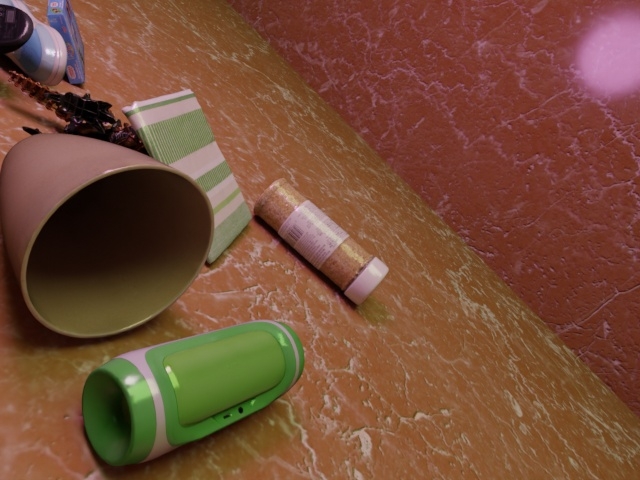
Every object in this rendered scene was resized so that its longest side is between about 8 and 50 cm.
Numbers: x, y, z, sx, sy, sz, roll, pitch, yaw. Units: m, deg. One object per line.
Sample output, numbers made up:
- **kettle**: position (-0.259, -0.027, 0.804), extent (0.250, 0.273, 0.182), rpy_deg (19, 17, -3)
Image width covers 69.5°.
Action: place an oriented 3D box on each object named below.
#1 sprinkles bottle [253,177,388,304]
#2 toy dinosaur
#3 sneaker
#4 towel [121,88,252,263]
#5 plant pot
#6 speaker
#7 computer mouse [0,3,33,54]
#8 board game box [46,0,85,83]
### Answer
- **sprinkles bottle**: position (0.000, 0.000, 1.142), extent (0.355, 0.121, 0.121), rpy_deg (41, 25, 5)
- **toy dinosaur**: position (-0.454, -0.209, 0.909), extent (0.321, 0.164, 0.218), rpy_deg (14, 15, -9)
- **sneaker**: position (-0.683, -0.433, 0.947), extent (0.319, 0.127, 0.208), rpy_deg (39, 22, 23)
- **towel**: position (-0.258, -0.143, 0.961), extent (0.248, 0.038, 0.325), rpy_deg (-64, 133, -64)
- **plant pot**: position (-0.339, -0.047, 0.665), extent (0.274, 0.257, 0.256), rpy_deg (35, 21, 30)
- **speaker**: position (-0.151, 0.189, 0.628), extent (0.131, 0.131, 0.296), rpy_deg (50, 27, 23)
- **computer mouse**: position (-0.682, -0.424, 0.867), extent (0.262, 0.060, 0.184), rpy_deg (-8, 73, -17)
- **board game box**: position (-0.613, -0.503, 1.119), extent (0.039, 0.160, 0.211), rpy_deg (-12, 47, -16)
